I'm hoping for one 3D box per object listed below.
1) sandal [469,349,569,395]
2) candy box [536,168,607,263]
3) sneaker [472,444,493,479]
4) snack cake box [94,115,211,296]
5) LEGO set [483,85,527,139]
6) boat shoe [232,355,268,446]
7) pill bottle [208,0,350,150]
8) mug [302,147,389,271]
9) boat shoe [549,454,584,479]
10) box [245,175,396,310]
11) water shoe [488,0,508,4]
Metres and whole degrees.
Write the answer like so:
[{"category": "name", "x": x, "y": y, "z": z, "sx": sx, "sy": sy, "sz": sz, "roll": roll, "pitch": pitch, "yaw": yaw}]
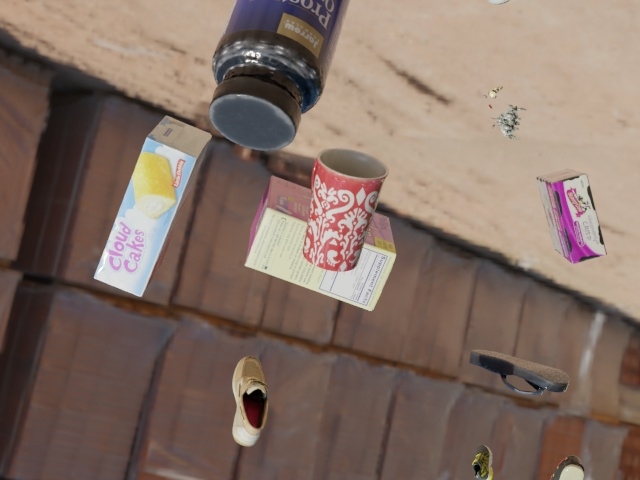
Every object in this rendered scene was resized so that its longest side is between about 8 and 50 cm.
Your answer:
[{"category": "sandal", "x": 0.387, "y": 0.262, "z": 2.082, "sx": 0.097, "sy": 0.054, "sz": 0.254, "roll": 7, "pitch": -177, "yaw": -27}, {"category": "candy box", "x": 0.480, "y": -0.051, "z": 2.072, "sx": 0.071, "sy": 0.159, "sz": 0.233, "roll": -15, "pitch": -174, "yaw": 5}, {"category": "sneaker", "x": 0.304, "y": 0.418, "z": 2.034, "sx": 0.035, "sy": 0.083, "sz": 0.031, "roll": 23, "pitch": 126, "yaw": -21}, {"category": "snack cake box", "x": -0.276, "y": -0.058, "z": 1.787, "sx": 0.089, "sy": 0.264, "sz": 0.152, "roll": 22, "pitch": -160, "yaw": -5}, {"category": "LEGO set", "x": 0.261, "y": -0.179, "z": 1.537, "sx": 0.083, "sy": 0.054, "sz": 0.023, "roll": 45, "pitch": -162, "yaw": 8}, {"category": "boat shoe", "x": -0.113, "y": 0.266, "z": 1.841, "sx": 0.063, "sy": 0.170, "sz": 0.059, "roll": 17, "pitch": 138, "yaw": -24}, {"category": "pill bottle", "x": -0.045, "y": -0.210, "z": 1.152, "sx": 0.123, "sy": 0.219, "sz": 0.123, "roll": 11, "pitch": 150, "yaw": 6}, {"category": "mug", "x": 0.034, "y": -0.053, "z": 1.704, "sx": 0.113, "sy": 0.169, "sz": 0.150, "roll": 11, "pitch": -155, "yaw": -3}, {"category": "boat shoe", "x": 0.401, "y": 0.418, "z": 1.793, "sx": 0.049, "sy": 0.133, "sz": 0.042, "roll": 21, "pitch": -156, "yaw": 3}, {"category": "box", "x": 0.000, "y": 0.000, "z": 1.954, "sx": 0.243, "sy": 0.117, "sz": 0.213, "roll": 21, "pitch": -163, "yaw": -7}, {"category": "water shoe", "x": 0.314, "y": -0.478, "z": 1.734, "sx": 0.073, "sy": 0.203, "sz": 0.080, "roll": 6, "pitch": 153, "yaw": 47}]
